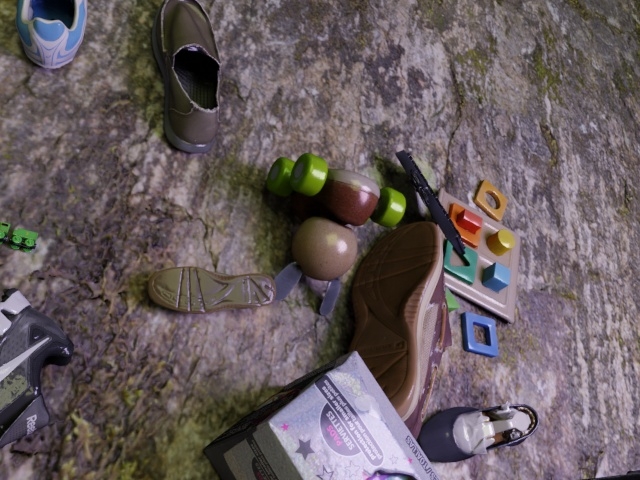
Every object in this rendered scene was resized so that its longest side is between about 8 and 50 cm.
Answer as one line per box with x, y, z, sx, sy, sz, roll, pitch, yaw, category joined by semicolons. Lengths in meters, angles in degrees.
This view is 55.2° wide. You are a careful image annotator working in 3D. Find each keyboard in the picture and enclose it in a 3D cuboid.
0.169;-0.066;0.945;0.108;0.023;0.180;37;23;-56;keyboard

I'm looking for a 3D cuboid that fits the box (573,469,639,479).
0.311;0.476;0.637;0.212;0.293;0.396;23;56;-22;box

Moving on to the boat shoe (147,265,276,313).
-0.131;0.061;0.734;0.153;0.048;0.056;0;78;-26;boat shoe

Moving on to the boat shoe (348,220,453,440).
0.118;0.118;0.833;0.123;0.123;0.342;58;30;-34;boat shoe

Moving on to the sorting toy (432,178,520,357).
0.264;0.017;1.009;0.196;0.047;0.348;30;53;-17;sorting toy

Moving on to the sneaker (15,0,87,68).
-0.334;-0.329;0.774;0.085;0.086;0.237;5;62;-29;sneaker

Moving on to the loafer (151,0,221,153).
-0.169;-0.243;0.834;0.094;0.087;0.251;1;66;-33;loafer

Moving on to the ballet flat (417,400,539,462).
0.226;0.258;0.842;0.203;0.074;0.074;2;65;-32;ballet flat

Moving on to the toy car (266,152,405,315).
0.000;0.000;0.817;0.155;0.149;0.189;20;84;-27;toy car

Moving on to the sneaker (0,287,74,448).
-0.303;0.157;0.542;0.106;0.078;0.234;34;50;-11;sneaker

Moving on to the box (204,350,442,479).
0.022;0.271;0.638;0.142;0.163;0.247;-31;84;-41;box

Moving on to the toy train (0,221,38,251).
-0.341;-0.009;0.645;0.083;0.017;0.024;19;47;-24;toy train
